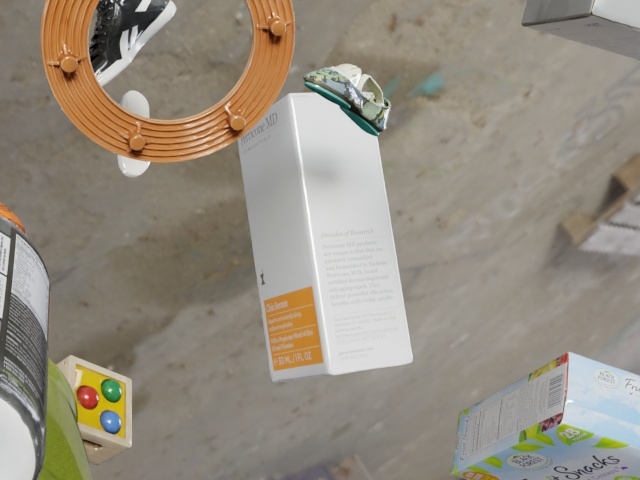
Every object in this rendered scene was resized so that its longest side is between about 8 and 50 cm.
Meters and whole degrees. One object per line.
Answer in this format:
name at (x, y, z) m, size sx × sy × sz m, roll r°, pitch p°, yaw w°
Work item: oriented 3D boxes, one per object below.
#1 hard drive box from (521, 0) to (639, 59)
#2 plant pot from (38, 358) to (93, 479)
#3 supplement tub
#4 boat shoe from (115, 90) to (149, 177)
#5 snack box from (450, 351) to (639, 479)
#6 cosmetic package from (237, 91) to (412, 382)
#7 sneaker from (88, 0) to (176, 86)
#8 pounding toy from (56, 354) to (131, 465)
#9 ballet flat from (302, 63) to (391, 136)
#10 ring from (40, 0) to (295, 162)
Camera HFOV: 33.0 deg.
hard drive box at (0.362, -0.246, 1.155) m, size 0.232 × 0.181 × 0.089 m, roll 13°, pitch 95°, yaw -14°
plant pot at (-0.390, 0.280, 1.131) m, size 0.366 × 0.353 × 0.366 m, roll -3°, pitch 116°, yaw -6°
supplement tub at (-0.202, 0.055, 0.568) m, size 0.117 × 0.190 × 0.117 m, roll -6°, pitch 121°, yaw -10°
boat shoe at (-0.343, -0.181, 1.909) m, size 0.066 × 0.184 × 0.063 m, roll 16°, pitch 142°, yaw -39°
snack box at (0.236, 0.179, 0.946) m, size 0.174 × 0.070 × 0.207 m, roll 20°, pitch 151°, yaw -12°
cosmetic package at (0.000, 0.000, 1.810) m, size 0.161 × 0.453 × 0.230 m, roll -4°, pitch 171°, yaw -28°
sneaker at (-0.313, -0.313, 1.559) m, size 0.079 × 0.121 × 0.217 m, roll -14°, pitch -145°, yaw 49°
pounding toy at (-0.386, 0.291, 1.681) m, size 0.094 × 0.206 × 0.181 m, roll -33°, pitch 136°, yaw 29°
ballet flat at (0.040, -0.203, 1.453) m, size 0.070 × 0.070 × 0.188 m, roll -40°, pitch 151°, yaw 12°
ring at (-0.188, -0.255, 1.390) m, size 0.336 × 0.032 × 0.336 m, roll -10°, pitch 119°, yaw -19°
